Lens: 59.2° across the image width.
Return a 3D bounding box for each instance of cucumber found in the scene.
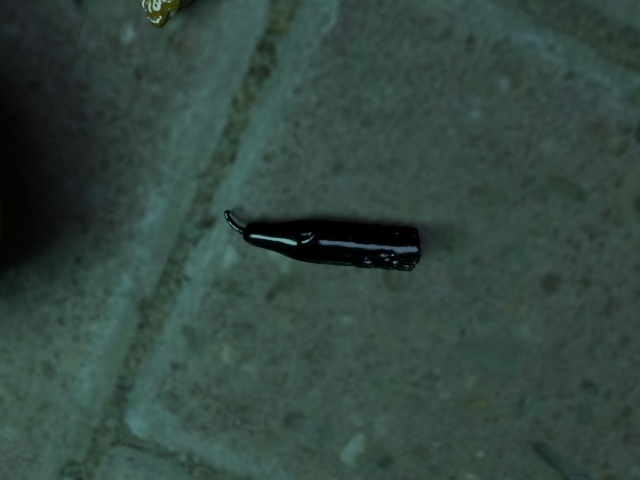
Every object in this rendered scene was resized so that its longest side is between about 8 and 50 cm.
[{"bbox_3d":[0.000,0.000,0.464,0.163,0.039,0.043,3,82,0],"label":"cucumber"}]

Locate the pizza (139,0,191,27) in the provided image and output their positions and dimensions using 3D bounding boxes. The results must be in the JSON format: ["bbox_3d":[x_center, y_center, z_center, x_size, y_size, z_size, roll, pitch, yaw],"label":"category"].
[{"bbox_3d":[-0.109,-0.235,0.406,0.182,0.062,0.161,7,97,-5],"label":"pizza"}]

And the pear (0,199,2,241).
[{"bbox_3d":[-0.394,-0.042,0.355,0.375,0.287,0.287,29,104,19],"label":"pear"}]
